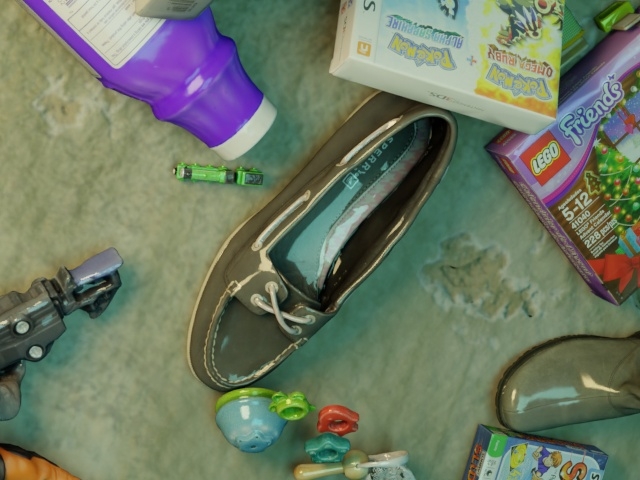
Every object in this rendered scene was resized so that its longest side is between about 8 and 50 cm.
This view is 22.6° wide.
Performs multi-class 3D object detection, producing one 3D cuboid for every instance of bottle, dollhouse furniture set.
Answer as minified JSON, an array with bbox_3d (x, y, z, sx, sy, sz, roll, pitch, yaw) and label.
[{"bbox_3d":[-0.153,-0.184,1.343,0.283,0.092,0.118,44,80,-22],"label":"bottle"},{"bbox_3d":[0.253,-0.221,1.496,0.152,0.058,0.076,-38,110,-9],"label":"dollhouse furniture set"}]

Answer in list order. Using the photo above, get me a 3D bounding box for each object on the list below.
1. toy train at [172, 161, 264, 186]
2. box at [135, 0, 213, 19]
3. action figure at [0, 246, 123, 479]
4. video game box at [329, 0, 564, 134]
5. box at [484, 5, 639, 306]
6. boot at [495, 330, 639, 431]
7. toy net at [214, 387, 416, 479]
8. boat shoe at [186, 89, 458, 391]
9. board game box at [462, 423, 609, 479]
[{"bbox_3d":[-0.090,-0.058,1.429,0.083,0.024,0.017,3,100,-20],"label":"toy train"},{"bbox_3d":[-0.089,-0.352,1.207,0.059,0.232,0.322,0,82,-21],"label":"box"},{"bbox_3d":[-0.271,0.160,1.336,0.341,0.178,0.330,-35,120,-7],"label":"action figure"},{"bbox_3d":[0.118,-0.208,1.414,0.205,0.048,0.187,14,71,-19],"label":"video game box"},{"bbox_3d":[0.327,-0.107,1.547,0.293,0.057,0.201,-42,111,-7],"label":"box"},{"bbox_3d":[0.305,0.141,1.536,0.247,0.161,0.083,-14,105,-16],"label":"boot"},{"bbox_3d":[0.018,0.185,1.488,0.232,0.045,0.122,26,133,-33],"label":"toy net"},{"bbox_3d":[0.000,0.000,1.434,0.112,0.095,0.335,39,87,-22],"label":"boat shoe"},{"bbox_3d":[0.195,0.292,1.597,0.136,0.035,0.201,12,97,-21],"label":"board game box"}]
